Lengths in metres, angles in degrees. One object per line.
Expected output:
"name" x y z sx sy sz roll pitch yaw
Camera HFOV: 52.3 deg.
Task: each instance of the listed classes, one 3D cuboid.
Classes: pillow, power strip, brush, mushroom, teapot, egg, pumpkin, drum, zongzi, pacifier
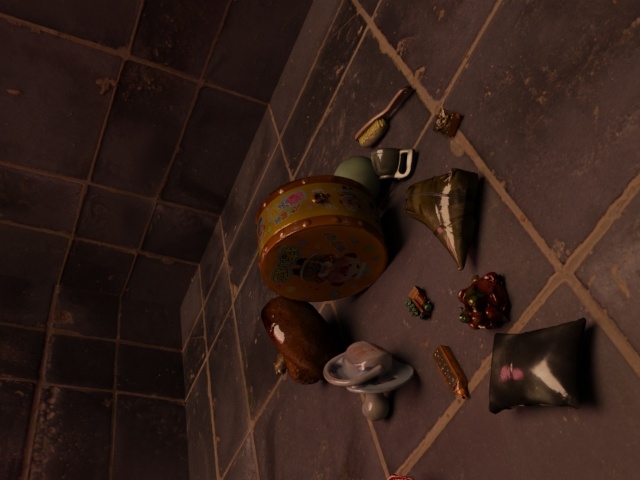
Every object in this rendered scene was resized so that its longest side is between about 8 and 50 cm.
"pillow" 0.446 0.264 1.362 0.250 0.106 0.186 -30 44 56
"power strip" 0.333 0.337 1.664 0.049 0.028 0.178 -63 28 26
"brush" 0.230 -0.422 2.282 0.313 0.072 0.067 -44 62 45
"mushroom" -0.060 0.322 2.209 0.239 0.345 0.345 -50 15 -22
"teapot" 0.240 -0.246 2.132 0.111 0.149 0.108 -1 -91 -76
"egg" 0.126 -0.202 2.225 0.168 0.168 0.231 -62 4 29
"pumpkin" 0.371 -0.348 1.928 0.083 0.054 0.074 44 121 57
"drum" 0.000 0.000 2.103 0.431 0.431 0.214 -52 35 42
"zongzi" 0.320 -0.043 1.793 0.251 0.125 0.274 -15 69 62
"pacifier" 0.138 0.417 1.872 0.287 0.238 0.225 13 118 64

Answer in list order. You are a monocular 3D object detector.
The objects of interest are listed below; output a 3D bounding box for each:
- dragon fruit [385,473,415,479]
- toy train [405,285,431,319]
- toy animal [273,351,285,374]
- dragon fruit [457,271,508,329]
"dragon fruit" 0.237 0.673 1.591 0.274 0.126 0.161 30 95 56
"toy train" 0.281 0.181 1.850 0.064 0.044 0.103 -57 28 15
"toy animal" -0.135 0.429 2.601 0.099 0.057 0.241 24 100 66
"dragon fruit" 0.390 0.148 1.565 0.142 0.175 0.138 21 108 36
